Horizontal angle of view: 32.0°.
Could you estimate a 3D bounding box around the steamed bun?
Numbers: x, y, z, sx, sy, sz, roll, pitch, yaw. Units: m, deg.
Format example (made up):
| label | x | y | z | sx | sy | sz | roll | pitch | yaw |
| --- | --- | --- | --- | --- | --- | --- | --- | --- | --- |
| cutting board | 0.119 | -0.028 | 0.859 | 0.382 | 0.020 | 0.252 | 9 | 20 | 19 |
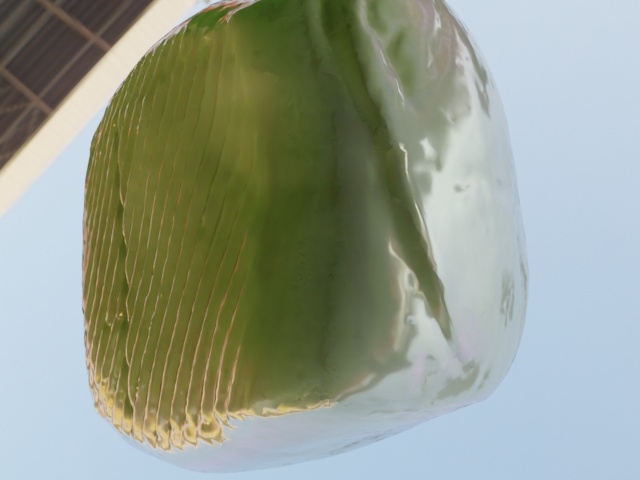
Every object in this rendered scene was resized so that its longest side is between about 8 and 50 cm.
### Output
| label | x | y | z | sx | sy | sz | roll | pitch | yaw |
| --- | --- | --- | --- | --- | --- | --- | --- | --- | --- |
| steamed bun | 0.000 | 0.000 | 0.434 | 0.238 | 0.152 | 0.170 | -15 | -103 | 60 |
